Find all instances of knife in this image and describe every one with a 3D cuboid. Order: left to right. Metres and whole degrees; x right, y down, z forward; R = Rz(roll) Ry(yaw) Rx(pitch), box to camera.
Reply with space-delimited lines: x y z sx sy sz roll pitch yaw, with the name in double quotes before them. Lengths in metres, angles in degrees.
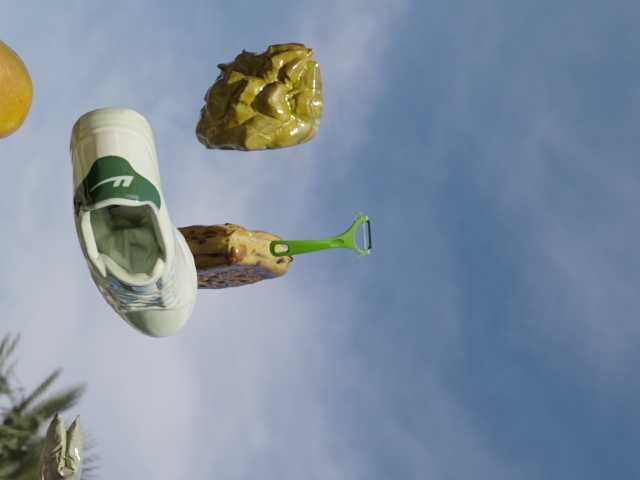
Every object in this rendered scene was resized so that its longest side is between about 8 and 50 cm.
"knife" 0.001 0.001 1.604 0.022 0.166 0.078 -120 -158 -69

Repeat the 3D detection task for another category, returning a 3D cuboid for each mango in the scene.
"mango" -0.259 -0.120 0.747 0.057 0.114 0.079 37 -111 27

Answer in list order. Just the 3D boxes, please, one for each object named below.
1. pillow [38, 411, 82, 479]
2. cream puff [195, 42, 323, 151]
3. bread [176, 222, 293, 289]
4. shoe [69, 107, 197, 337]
"pillow" -0.481 0.418 1.859 0.134 0.078 0.181 -99 -157 -43
"cream puff" -0.069 -0.159 1.109 0.146 0.146 0.116 19 -65 53
"bread" -0.196 0.027 1.890 0.235 0.210 0.099 -11 -104 29
"shoe" -0.163 0.017 0.864 0.110 0.095 0.265 -104 -175 -46
